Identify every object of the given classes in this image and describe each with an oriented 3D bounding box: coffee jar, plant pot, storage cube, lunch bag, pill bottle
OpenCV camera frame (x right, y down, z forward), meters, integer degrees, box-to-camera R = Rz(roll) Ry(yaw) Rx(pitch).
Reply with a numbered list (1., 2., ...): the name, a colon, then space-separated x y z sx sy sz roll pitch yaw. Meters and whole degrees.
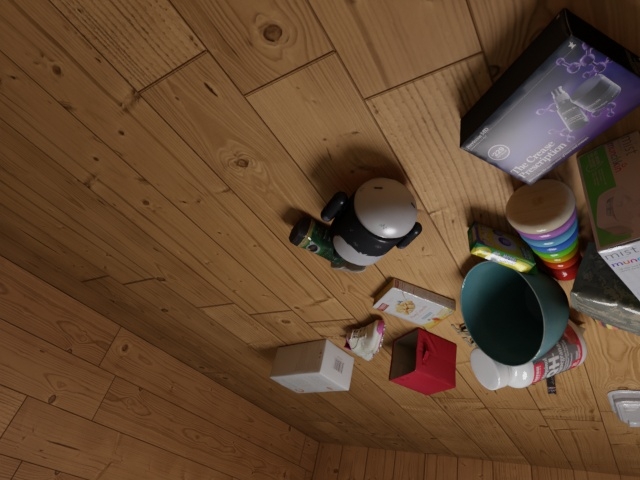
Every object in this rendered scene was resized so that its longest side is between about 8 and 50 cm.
1. coffee jar: 0.000 0.000 1.252 0.185 0.078 0.096 25 146 -14
2. plant pot: 0.572 0.188 1.161 0.196 0.289 0.290 -7 150 -22
3. storage cube: 0.414 0.493 1.661 0.193 0.183 0.215 25 143 -14
4. lunch bag: 0.758 0.140 0.993 0.236 0.168 0.287 19 167 38
5. pill bottle: 0.640 0.353 1.287 0.319 0.176 0.176 -13 147 -16

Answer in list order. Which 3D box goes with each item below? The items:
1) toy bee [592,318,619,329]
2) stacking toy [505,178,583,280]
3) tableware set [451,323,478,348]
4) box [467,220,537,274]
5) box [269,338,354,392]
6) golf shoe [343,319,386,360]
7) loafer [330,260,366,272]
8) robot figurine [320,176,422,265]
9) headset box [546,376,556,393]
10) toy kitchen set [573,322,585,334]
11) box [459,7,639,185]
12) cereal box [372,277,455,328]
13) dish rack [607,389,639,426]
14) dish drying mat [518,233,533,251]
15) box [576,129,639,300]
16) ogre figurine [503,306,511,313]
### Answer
1. toy bee: 0.904 0.207 1.123 0.195 0.162 0.298 34 140 -20
2. stacking toy: 0.576 -0.002 1.007 0.141 0.141 0.330 -16 139 36
3. tableware set: 0.593 0.374 1.558 0.128 0.039 0.194 -16 133 36
4. box: 0.476 0.021 1.068 0.180 0.105 0.043 21 127 -1
5. box: -0.043 0.623 2.016 0.346 0.168 0.215 -20 131 38
6. golf shoe: 0.179 0.407 1.700 0.140 0.115 0.306 18 143 2
7. loafer: 0.096 0.086 1.368 0.126 0.045 0.039 4 160 26
8. robot figurine: 0.130 -0.044 1.075 0.209 0.173 0.278 -17 159 -32
9. headset box: 0.944 0.584 1.686 0.032 0.062 0.083 -7 138 27
10. toy kitchen set: 0.813 0.307 1.371 0.075 0.083 0.068 23 -175 -10
11. box: 0.415 -0.246 0.760 0.185 0.103 0.261 26 143 -9
12. cereal box: 0.327 0.227 1.457 0.241 0.047 0.173 20 144 -6
13. dish rack: 1.375 0.690 1.662 0.333 0.072 0.285 -14 134 32
14. dish drying mat: 0.557 0.005 1.112 0.032 0.008 0.083 -7 138 29
15. box: 0.639 -0.040 0.810 0.231 0.261 0.127 35 140 -25
16. ogre figurine: 0.568 0.265 1.372 0.118 0.096 0.197 -2 168 18
